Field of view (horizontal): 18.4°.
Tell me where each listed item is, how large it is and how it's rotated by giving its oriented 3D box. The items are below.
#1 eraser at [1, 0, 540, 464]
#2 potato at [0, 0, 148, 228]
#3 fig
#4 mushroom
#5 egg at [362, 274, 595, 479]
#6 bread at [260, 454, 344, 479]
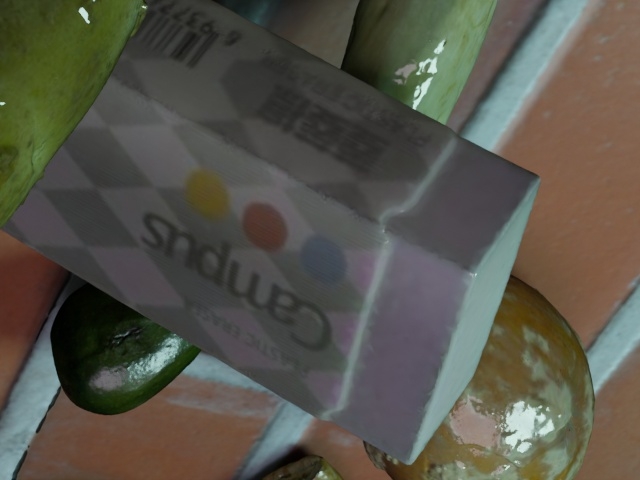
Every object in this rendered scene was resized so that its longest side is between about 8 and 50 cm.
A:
[{"bbox_3d":[-0.065,-0.037,1.313,0.396,0.082,0.213,29,129,19],"label":"eraser"},{"bbox_3d":[-0.236,-0.137,1.185,0.269,0.359,0.219,7,168,6],"label":"potato"},{"bbox_3d":[-0.130,0.064,1.561,0.177,0.117,0.117,-30,132,-1],"label":"fig"},{"bbox_3d":[0.053,-0.105,1.326,0.087,0.107,0.333,24,101,23],"label":"mushroom"},{"bbox_3d":[0.120,0.118,1.576,0.195,0.195,0.233,-17,135,10],"label":"egg"},{"bbox_3d":[-0.020,0.237,1.768,0.154,0.054,0.136,6,134,-19],"label":"bread"}]
